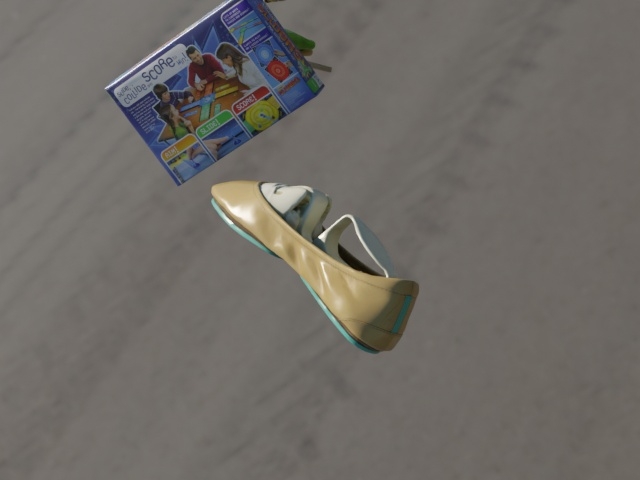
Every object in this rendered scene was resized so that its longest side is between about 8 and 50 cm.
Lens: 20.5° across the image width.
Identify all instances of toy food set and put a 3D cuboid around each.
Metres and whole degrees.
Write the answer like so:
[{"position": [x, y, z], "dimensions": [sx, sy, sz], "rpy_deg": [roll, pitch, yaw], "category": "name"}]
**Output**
[{"position": [-0.075, -0.228, 2.023], "dimensions": [0.192, 0.132, 0.039], "rpy_deg": [16, 94, 60], "category": "toy food set"}]

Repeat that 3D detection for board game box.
[{"position": [-0.114, -0.164, 1.895], "dimensions": [0.201, 0.136, 0.035], "rpy_deg": [-30, 12, 26], "category": "board game box"}]

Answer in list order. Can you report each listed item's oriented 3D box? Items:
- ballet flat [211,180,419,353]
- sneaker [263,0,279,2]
[{"position": [0.000, 0.000, 1.423], "dimensions": [0.232, 0.080, 0.073], "rpy_deg": [43, 109, 35], "category": "ballet flat"}, {"position": [-0.081, -0.351, 2.031], "dimensions": [0.071, 0.188, 0.066], "rpy_deg": [-32, -24, -17], "category": "sneaker"}]
